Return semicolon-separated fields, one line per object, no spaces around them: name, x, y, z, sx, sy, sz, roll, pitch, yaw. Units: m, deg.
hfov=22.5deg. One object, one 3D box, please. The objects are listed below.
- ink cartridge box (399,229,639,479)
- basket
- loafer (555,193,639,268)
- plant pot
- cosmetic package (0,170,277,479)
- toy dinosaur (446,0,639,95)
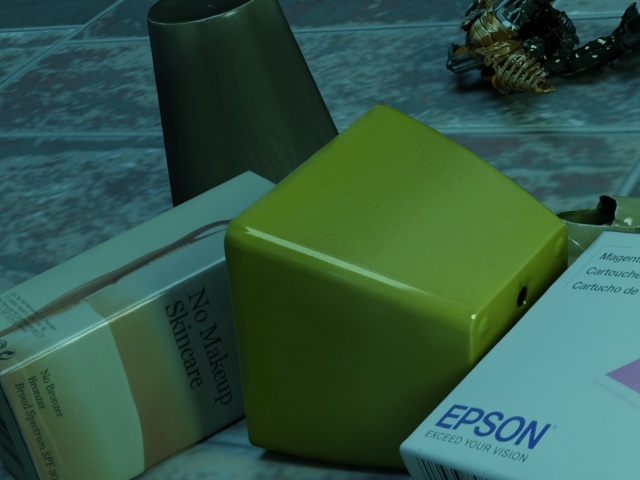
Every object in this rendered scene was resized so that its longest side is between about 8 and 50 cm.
ink cartridge box;0.262;0.070;1.009;0.330;0.071;0.324;-45;28;-25
basket;-0.086;-0.142;1.638;0.204;0.227;0.154;-25;27;-16
loafer;0.267;-0.016;1.392;0.148;0.050;0.056;-18;26;-3
plant pot;0.073;0.050;1.218;0.187;0.212;0.212;18;40;31
cosmetic package;-0.134;0.080;1.320;0.296;0.153;0.129;-29;31;-22
toy dinosaur;0.240;-0.221;1.756;0.218;0.164;0.322;-25;42;15
